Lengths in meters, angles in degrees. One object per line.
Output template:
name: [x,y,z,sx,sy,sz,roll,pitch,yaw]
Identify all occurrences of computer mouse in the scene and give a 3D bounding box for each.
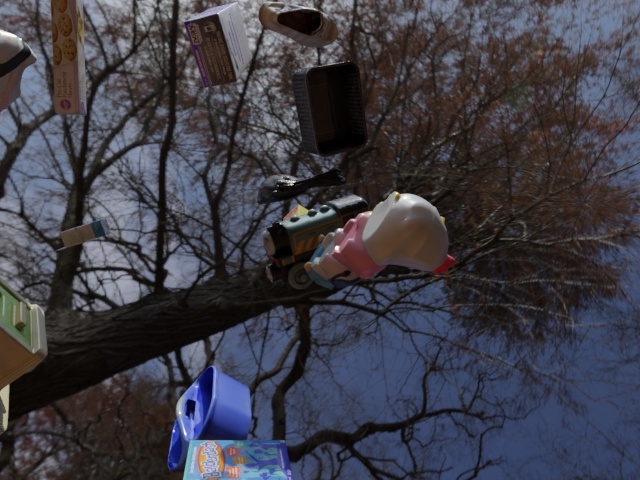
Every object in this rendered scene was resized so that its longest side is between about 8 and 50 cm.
computer mouse: [-0.050,-0.137,1.133,0.262,0.184,0.060,175,-97,-72]

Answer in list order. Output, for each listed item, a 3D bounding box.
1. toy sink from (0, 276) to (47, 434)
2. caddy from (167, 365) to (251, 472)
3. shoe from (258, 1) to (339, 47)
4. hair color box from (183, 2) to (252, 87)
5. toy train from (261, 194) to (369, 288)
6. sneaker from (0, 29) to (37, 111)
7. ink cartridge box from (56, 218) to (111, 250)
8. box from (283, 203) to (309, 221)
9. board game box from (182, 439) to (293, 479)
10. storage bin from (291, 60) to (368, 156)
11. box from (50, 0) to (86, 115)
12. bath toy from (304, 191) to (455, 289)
toy sink: [-0.489,0.138,0.692,0.131,0.234,0.153,-36,-146,-13]
caddy: [-0.333,0.513,1.379,0.179,0.341,0.241,33,-83,-17]
shoe: [-0.034,-0.472,1.063,0.058,0.219,0.076,27,-65,42]
hair color box: [-0.302,-0.606,1.477,0.110,0.338,0.185,-10,-60,5]
toy train: [0.000,0.000,1.310,0.142,0.334,0.190,-145,-140,-62]
sneaker: [-0.231,-0.094,0.328,0.040,0.044,0.109,43,-74,16]
ink cartridge box: [-0.403,-0.010,0.813,0.083,0.048,0.028,-20,-80,-10]
box: [-0.076,-0.008,1.506,0.058,0.232,0.087,34,-56,-25]
board game box: [-0.170,0.469,0.989,0.210,0.160,0.047,4,-84,-11]
storage bin: [0.020,-0.279,1.027,0.084,0.122,0.180,-146,-138,-61]
box: [-0.671,-0.502,1.287,0.067,0.063,0.323,2,-80,-10]
bath toy: [0.092,0.010,0.758,0.129,0.348,0.151,32,-106,-10]
